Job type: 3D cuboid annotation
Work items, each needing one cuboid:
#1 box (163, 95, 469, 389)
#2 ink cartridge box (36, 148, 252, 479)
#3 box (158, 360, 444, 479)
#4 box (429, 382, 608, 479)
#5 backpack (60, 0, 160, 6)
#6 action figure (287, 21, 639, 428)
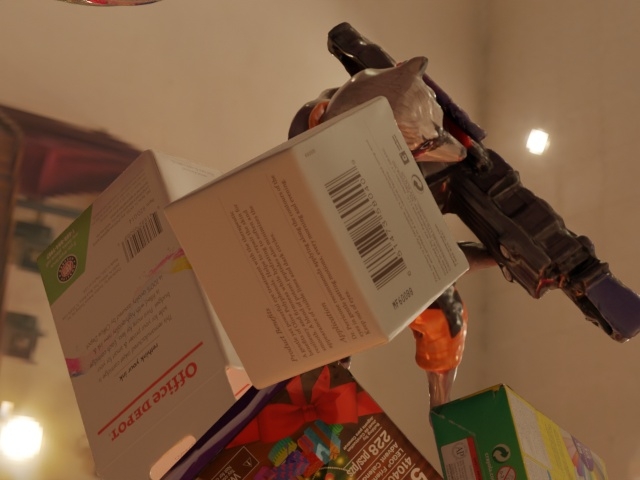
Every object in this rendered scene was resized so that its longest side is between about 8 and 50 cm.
[{"bbox_3d":[0.000,0.000,0.696,0.087,0.102,0.101,-24,-84,34],"label":"box"},{"bbox_3d":[-0.149,0.109,1.460,0.207,0.119,0.353,-41,-127,26],"label":"ink cartridge box"},{"bbox_3d":[-0.042,0.238,0.944,0.293,0.201,0.057,-45,-165,-15],"label":"box"},{"bbox_3d":[0.112,0.142,0.676,0.043,0.179,0.105,-22,-120,21],"label":"box"},{"bbox_3d":[-0.169,-0.298,1.037,0.191,0.225,0.253,10,-92,63],"label":"backpack"},{"bbox_3d":[0.065,0.018,1.035,0.341,0.178,0.330,44,-28,36],"label":"action figure"}]
